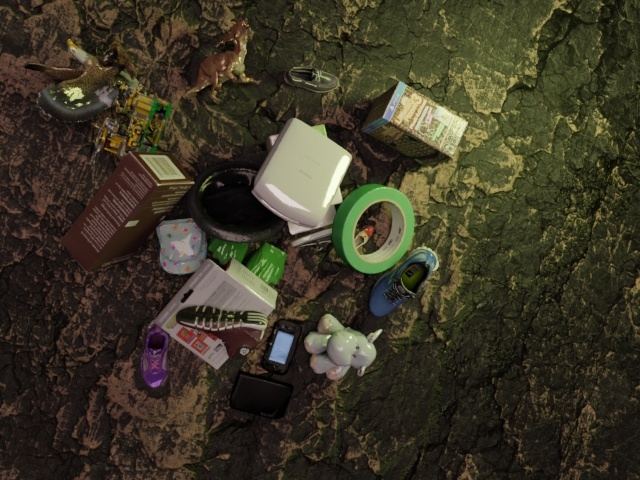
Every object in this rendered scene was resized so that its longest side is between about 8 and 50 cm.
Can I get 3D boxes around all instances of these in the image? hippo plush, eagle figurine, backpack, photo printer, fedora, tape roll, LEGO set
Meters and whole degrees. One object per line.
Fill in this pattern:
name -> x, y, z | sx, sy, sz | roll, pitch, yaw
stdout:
hippo plush -> 0.096, 0.415, 1.636 | 0.293, 0.236, 0.235 | 20, 88, -14
eagle figurine -> -0.720, -0.506, 1.402 | 0.298, 0.226, 0.225 | -33, 112, -1
backpack -> -0.461, 0.022, 1.529 | 0.165, 0.144, 0.189 | -6, 95, -15
photo printer -> -0.062, -0.206, 1.468 | 0.255, 0.107, 0.308 | 31, 67, -13
fedora -> -0.271, -0.102, 1.509 | 0.333, 0.152, 0.335 | 9, 62, -17
tape roll -> 0.196, -0.041, 1.664 | 0.320, 0.077, 0.322 | -10, 110, -28
LEGO set -> -0.605, -0.370, 1.405 | 0.191, 0.331, 0.255 | 21, 108, -12

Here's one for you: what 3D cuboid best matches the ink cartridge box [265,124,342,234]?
ink cartridge box -> -0.050, -0.210, 1.628 | 0.206, 0.119, 0.354 | -16, 97, -14

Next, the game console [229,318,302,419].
game console -> -0.182, 0.462, 1.671 | 0.213, 0.044, 0.362 | 20, 88, -14

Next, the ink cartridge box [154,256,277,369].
ink cartridge box -> -0.346, 0.223, 1.526 | 0.271, 0.130, 0.309 | 40, 103, -13

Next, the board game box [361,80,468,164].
board game box -> 0.332, -0.413, 1.653 | 0.290, 0.232, 0.141 | 26, 87, -13

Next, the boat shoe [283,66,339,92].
boat shoe -> -0.027, -0.581, 1.643 | 0.205, 0.065, 0.075 | 3, 92, -14

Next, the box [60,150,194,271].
box -> -0.582, -0.088, 1.384 | 0.381, 0.191, 0.143 | -43, 85, 19

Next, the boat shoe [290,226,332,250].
boat shoe -> 0.000, 0.000, 1.673 | 0.219, 0.077, 0.070 | -16, 95, -14

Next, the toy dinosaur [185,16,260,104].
toy dinosaur -> -0.337, -0.596, 1.544 | 0.295, 0.127, 0.201 | -29, 92, 2

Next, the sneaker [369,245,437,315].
sneaker -> 0.285, 0.163, 1.668 | 0.129, 0.147, 0.330 | 40, 116, 4

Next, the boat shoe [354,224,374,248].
boat shoe -> 0.154, -0.008, 1.728 | 0.137, 0.043, 0.049 | -40, 99, -10

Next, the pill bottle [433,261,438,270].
pill bottle -> 0.403, 0.085, 1.753 | 0.066, 0.120, 0.067 | -1, 94, -14

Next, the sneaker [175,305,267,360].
sneaker -> -0.313, 0.303, 1.431 | 0.280, 0.106, 0.163 | 7, 110, -4

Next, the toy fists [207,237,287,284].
toy fists -> -0.258, 0.058, 1.607 | 0.279, 0.096, 0.142 | 30, 73, -12

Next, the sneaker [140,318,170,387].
sneaker -> -0.558, 0.388, 1.545 | 0.095, 0.104, 0.237 | 6, 92, -15
